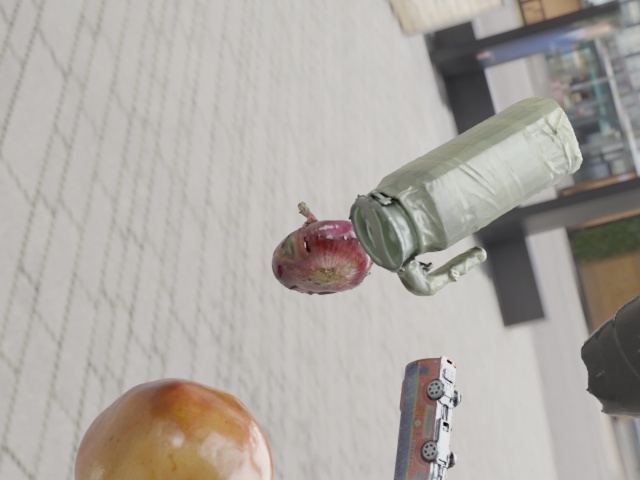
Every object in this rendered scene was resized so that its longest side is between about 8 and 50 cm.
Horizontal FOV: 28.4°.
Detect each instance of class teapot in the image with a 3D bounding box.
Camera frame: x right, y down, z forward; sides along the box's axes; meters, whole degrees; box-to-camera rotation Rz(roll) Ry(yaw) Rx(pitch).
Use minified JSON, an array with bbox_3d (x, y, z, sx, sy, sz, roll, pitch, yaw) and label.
[{"bbox_3d":[0.125,-0.033,1.063,0.077,0.200,0.107,8,-56,60],"label":"teapot"}]

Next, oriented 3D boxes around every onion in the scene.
[{"bbox_3d":[0.000,0.000,1.812,0.150,0.150,0.140,57,19,-55],"label":"onion"}]

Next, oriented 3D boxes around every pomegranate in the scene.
[{"bbox_3d":[-0.145,0.236,1.271,0.209,0.209,0.209,-15,90,-77],"label":"pomegranate"}]

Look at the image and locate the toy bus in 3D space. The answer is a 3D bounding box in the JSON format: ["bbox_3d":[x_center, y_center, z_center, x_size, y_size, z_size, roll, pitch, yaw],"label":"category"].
[{"bbox_3d":[0.149,0.260,1.777,0.065,0.077,0.192,34,58,-54],"label":"toy bus"}]

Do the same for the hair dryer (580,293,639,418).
[{"bbox_3d":[0.319,0.111,0.809,0.271,0.235,0.091,53,28,-32],"label":"hair dryer"}]
